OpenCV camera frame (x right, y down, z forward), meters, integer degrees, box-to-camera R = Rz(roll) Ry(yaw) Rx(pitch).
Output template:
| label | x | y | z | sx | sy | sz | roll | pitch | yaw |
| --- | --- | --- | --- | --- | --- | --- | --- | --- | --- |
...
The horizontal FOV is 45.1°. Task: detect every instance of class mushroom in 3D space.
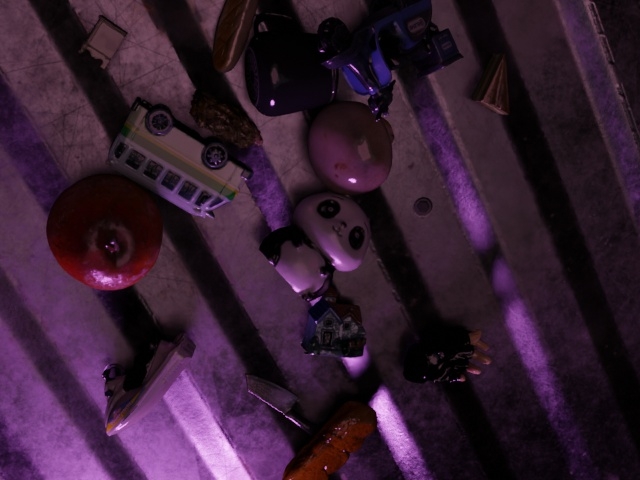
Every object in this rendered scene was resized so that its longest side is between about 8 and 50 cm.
| label | x | y | z | sx | sy | sz | roll | pitch | yaw |
| --- | --- | --- | --- | --- | --- | --- | --- | --- | --- |
| mushroom | 0.079 | -0.202 | 1.637 | 0.204 | 0.204 | 0.204 | -3 | 106 | -11 |

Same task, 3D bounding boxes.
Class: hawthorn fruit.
| label | x | y | z | sx | sy | sz | roll | pitch | yaw |
| --- | --- | --- | --- | --- | --- | --- | --- | --- | --- |
| hawthorn fruit | -0.436 | -0.001 | 1.556 | 0.231 | 0.263 | 0.235 | -10 | 136 | 13 |

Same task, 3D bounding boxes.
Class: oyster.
| label | x | y | z | sx | sy | sz | roll | pitch | yaw |
| --- | --- | --- | --- | --- | --- | --- | --- | --- | --- |
| oyster | -0.192 | -0.250 | 1.596 | 0.177 | 0.105 | 0.056 | 39 | 124 | -19 |

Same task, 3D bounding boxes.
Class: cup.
| label | x | y | z | sx | sy | sz | roll | pitch | yaw |
| --- | --- | --- | --- | --- | --- | --- | --- | --- | --- |
| cup | -0.063 | -0.368 | 1.571 | 0.176 | 0.169 | 0.223 | -9 | 76 | -13 |

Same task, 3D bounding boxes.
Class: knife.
| label | x | y | z | sx | sy | sz | roll | pitch | yaw |
| --- | --- | --- | --- | --- | --- | --- | --- | --- | --- |
| knife | -0.090 | 0.383 | 1.836 | 0.230 | 0.028 | 0.060 | 37 | 83 | -15 |

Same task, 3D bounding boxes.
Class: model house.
| label | x | y | z | sx | sy | sz | roll | pitch | yaw |
| --- | --- | --- | --- | --- | --- | --- | --- | --- | --- |
| model house | 0.035 | 0.184 | 1.762 | 0.148 | 0.119 | 0.148 | 5 | 96 | -13 |

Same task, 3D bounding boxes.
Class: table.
| label | x | y | z | sx | sy | sz | roll | pitch | yaw |
| --- | --- | --- | --- | --- | --- | --- | --- | --- | --- |
| table | -0.430 | -0.393 | 1.521 | 0.062 | 0.079 | 0.083 | 32 | 98 | -19 |

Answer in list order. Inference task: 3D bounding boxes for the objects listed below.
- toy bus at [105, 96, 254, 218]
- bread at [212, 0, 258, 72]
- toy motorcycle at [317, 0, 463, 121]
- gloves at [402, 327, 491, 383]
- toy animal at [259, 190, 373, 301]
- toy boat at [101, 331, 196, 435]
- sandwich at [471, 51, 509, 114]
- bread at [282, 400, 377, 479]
| label | x | y | z | sx | sy | sz | roll | pitch | yaw |
| --- | --- | --- | --- | --- | --- | --- | --- | --- | --- |
| toy bus | -0.291 | -0.163 | 1.585 | 0.276 | 0.133 | 0.164 | 32 | 96 | -16 |
| bread | -0.170 | -0.446 | 1.572 | 0.073 | 0.053 | 0.214 | 22 | 98 | 28 |
| toy motorcycle | 0.136 | -0.379 | 1.540 | 0.358 | 0.125 | 0.212 | -36 | 103 | -39 |
| gloves | 0.314 | 0.274 | 1.840 | 0.203 | 0.124 | 0.164 | -9 | 139 | -34 |
| toy animal | -0.002 | 0.003 | 1.670 | 0.235 | 0.165 | 0.187 | -42 | 98 | 3 |
| toy boat | -0.394 | 0.307 | 1.694 | 0.269 | 0.141 | 0.141 | -38 | 109 | 3 |
| sandwich | 0.399 | -0.347 | 1.705 | 0.074 | 0.074 | 0.116 | 22 | 99 | -14 |
| bread | 0.000 | 0.518 | 1.853 | 0.344 | 0.084 | 0.124 | -48 | 125 | 7 |
